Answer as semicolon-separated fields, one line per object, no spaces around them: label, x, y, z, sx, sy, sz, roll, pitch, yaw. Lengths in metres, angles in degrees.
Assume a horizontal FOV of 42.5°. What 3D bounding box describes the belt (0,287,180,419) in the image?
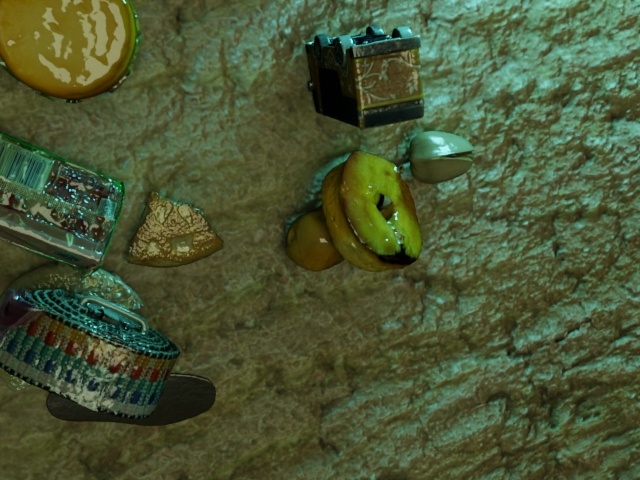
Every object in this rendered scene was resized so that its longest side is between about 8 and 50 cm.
belt;-0.389;0.174;1.391;0.295;0.207;0.160;26;92;-8

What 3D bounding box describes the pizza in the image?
pizza;-0.289;-0.022;1.545;0.182;0.062;0.161;-21;115;-7

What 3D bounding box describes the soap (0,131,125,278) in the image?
soap;-0.485;-0.074;1.423;0.273;0.098;0.217;24;71;-22

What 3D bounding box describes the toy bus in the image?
toy bus;0.075;-0.295;1.481;0.139;0.275;0.167;-13;109;-15

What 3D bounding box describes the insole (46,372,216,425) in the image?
insole;-0.368;0.316;1.621;0.328;0.007;0.111;2;101;-18

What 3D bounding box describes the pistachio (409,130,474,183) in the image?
pistachio;0.241;-0.169;1.651;0.149;0.113;0.113;-10;105;-20

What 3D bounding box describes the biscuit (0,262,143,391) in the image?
biscuit;-0.483;0.130;1.501;0.281;0.084;0.179;-32;106;-14

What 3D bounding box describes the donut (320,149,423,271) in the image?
donut;0.101;-0.054;1.573;0.118;0.253;0.253;-19;113;30

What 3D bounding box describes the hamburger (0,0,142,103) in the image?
hamburger;-0.417;-0.349;1.366;0.246;0.170;0.246;-1;99;-5

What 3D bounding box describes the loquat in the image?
loquat;0.000;0.000;1.615;0.137;0.113;0.137;-20;138;-19
